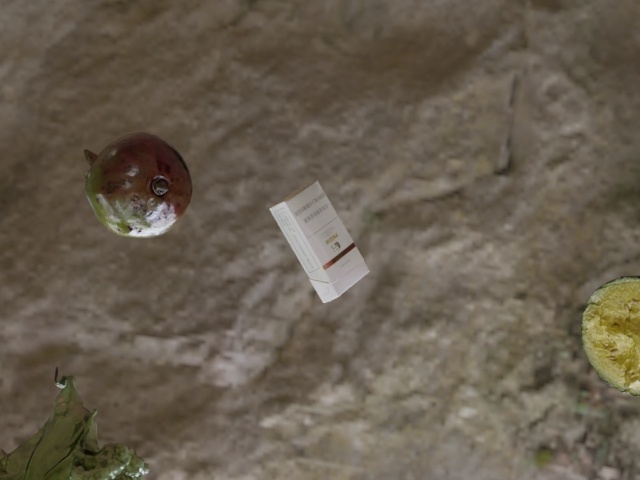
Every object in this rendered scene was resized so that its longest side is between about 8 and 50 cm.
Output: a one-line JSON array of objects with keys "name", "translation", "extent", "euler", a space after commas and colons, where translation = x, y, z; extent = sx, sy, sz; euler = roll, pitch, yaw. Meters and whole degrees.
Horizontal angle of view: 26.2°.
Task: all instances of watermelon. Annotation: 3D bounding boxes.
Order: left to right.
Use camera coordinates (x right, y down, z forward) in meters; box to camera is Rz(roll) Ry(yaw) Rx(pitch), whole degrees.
[{"name": "watermelon", "translation": [0.277, 0.078, 1.167], "extent": [0.105, 0.106, 0.062], "euler": [15, -164, 33]}]

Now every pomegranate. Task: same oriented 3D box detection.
[{"name": "pomegranate", "translation": [-0.222, -0.073, 1.662], "extent": [0.129, 0.129, 0.159], "euler": [5, -155, -21]}]

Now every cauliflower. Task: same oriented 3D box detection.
[{"name": "cauliflower", "translation": [-0.338, 0.303, 1.777], "extent": [0.239, 0.256, 0.315], "euler": [39, -143, -30]}]

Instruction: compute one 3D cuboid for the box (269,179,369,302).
[{"name": "box", "translation": [0.000, 0.000, 1.928], "extent": [0.040, 0.154, 0.084], "euler": [-23, -171, 41]}]
